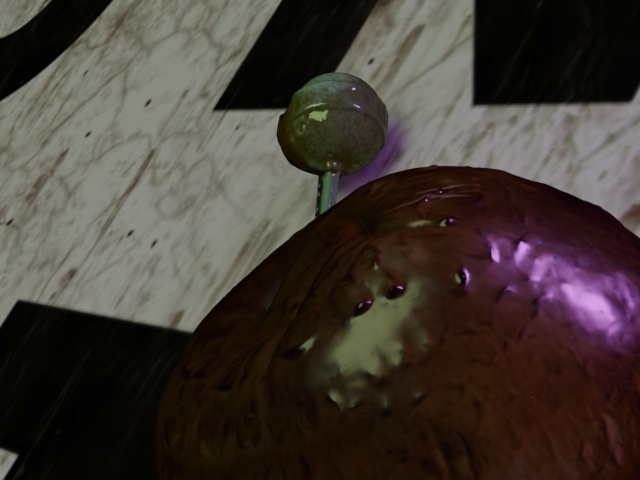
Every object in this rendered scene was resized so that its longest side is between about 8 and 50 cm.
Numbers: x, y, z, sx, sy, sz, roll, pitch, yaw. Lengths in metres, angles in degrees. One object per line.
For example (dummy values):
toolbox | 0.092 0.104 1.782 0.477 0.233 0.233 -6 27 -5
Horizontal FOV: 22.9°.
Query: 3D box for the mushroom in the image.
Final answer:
mushroom | 0.029 0.046 0.614 0.231 0.138 0.194 -21 41 37

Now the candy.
candy | 0.000 0.000 0.798 0.061 0.061 0.202 -22 48 36
